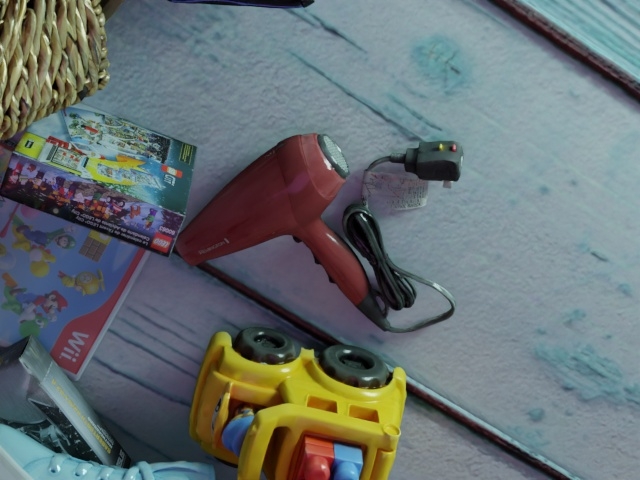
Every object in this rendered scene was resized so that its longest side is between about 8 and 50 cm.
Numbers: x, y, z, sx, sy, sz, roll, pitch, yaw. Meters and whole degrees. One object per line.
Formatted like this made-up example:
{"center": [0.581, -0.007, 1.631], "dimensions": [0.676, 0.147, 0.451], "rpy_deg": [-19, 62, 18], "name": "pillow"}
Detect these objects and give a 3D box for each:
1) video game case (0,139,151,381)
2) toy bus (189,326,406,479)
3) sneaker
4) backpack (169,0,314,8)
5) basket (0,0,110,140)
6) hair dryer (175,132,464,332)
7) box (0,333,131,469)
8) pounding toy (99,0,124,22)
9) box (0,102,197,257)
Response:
{"center": [-0.330, 0.001, 1.587], "dimensions": [0.285, 0.025, 0.204], "rpy_deg": [28, 109, -11], "name": "video game case"}
{"center": [-0.026, 0.205, 1.573], "dimensions": [0.220, 0.211, 0.149], "rpy_deg": [14, 113, -4], "name": "toy bus"}
{"center": [-0.183, 0.267, 1.571], "dimensions": [0.366, 0.135, 0.150], "rpy_deg": [35, 81, -5], "name": "sneaker"}
{"center": [-0.074, -0.301, 1.416], "dimensions": [0.158, 0.117, 0.173], "rpy_deg": [2, 100, -3], "name": "backpack"}
{"center": [-0.367, -0.204, 1.339], "dimensions": [0.299, 0.223, 0.214], "rpy_deg": [9, 118, 29], "name": "basket"}
{"center": [0.000, 0.000, 1.559], "dimensions": [0.293, 0.080, 0.224], "rpy_deg": [4, 113, -2], "name": "hair dryer"}
{"center": [-0.346, 0.227, 1.647], "dimensions": [0.231, 0.056, 0.183], "rpy_deg": [-28, 111, 17], "name": "box"}
{"center": [-0.234, -0.274, 1.449], "dimensions": [0.141, 0.100, 0.130], "rpy_deg": [40, 121, -12], "name": "pounding toy"}
{"center": [-0.200, -0.066, 1.448], "dimensions": [0.159, 0.233, 0.044], "rpy_deg": [21, 107, -8], "name": "box"}
